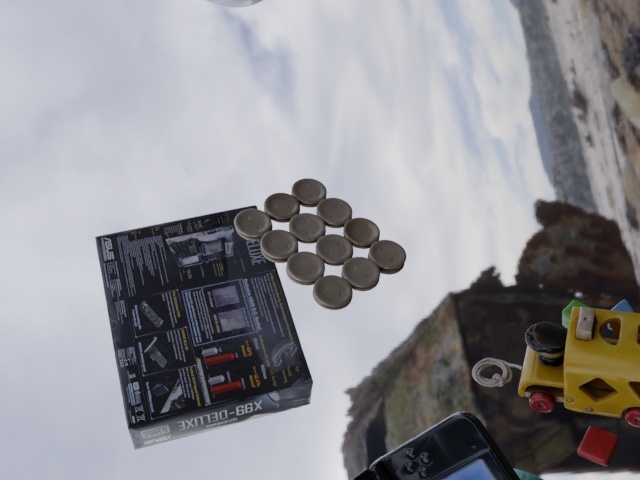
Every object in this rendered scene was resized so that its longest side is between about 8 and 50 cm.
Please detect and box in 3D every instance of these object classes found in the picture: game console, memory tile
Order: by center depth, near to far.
[{"bbox_3d":[0.000,0.000,0.761,0.113,0.148,0.012,-33,-30,-32],"label":"memory tile"},{"bbox_3d":[0.152,0.413,0.993,0.293,0.250,0.173,56,-152,10],"label":"game console"}]

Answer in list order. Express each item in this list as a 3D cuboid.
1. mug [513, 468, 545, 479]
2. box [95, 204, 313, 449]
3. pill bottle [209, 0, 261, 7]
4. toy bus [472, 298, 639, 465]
[{"bbox_3d":[0.332,0.443,1.283,0.097,0.129,0.158,-59,-32,-24],"label":"mug"},{"bbox_3d":[-0.168,0.107,1.096,0.076,0.242,0.307,96,157,-54],"label":"box"},{"bbox_3d":[-0.099,-0.437,1.097,0.323,0.181,0.182,-62,-45,-56],"label":"pill bottle"},{"bbox_3d":[0.291,0.122,0.845,0.191,0.202,0.104,50,159,49],"label":"toy bus"}]
